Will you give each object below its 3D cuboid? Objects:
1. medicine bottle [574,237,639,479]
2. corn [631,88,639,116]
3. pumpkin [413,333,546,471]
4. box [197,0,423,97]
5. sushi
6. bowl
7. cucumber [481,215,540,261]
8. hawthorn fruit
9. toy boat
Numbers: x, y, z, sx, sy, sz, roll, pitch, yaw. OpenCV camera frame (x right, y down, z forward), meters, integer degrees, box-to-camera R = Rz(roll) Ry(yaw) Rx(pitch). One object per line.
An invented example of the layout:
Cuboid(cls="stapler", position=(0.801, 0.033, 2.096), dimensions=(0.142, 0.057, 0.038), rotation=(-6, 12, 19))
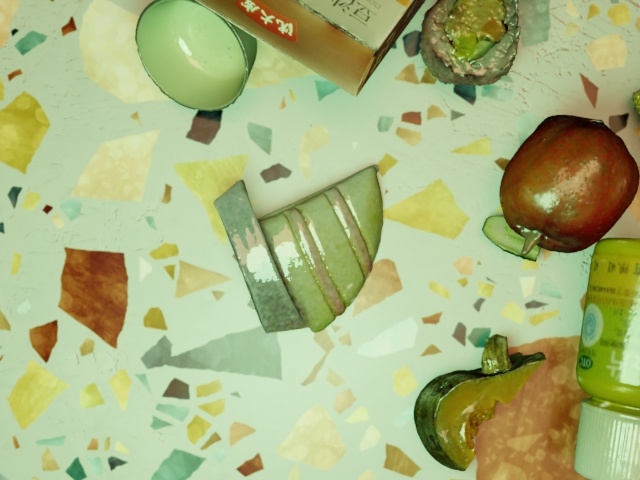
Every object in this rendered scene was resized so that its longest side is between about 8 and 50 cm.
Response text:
Cuboid(cls="medicine bottle", position=(0.526, 0.197, 1.507), dimensions=(0.224, 0.224, 0.385), rotation=(9, 89, 2))
Cuboid(cls="corn", position=(0.631, -0.159, 1.566), dimensions=(0.123, 0.122, 0.305), rotation=(-29, 86, -1))
Cuboid(cls="pumpkin", position=(0.246, 0.253, 1.559), dimensions=(0.126, 0.131, 0.248), rotation=(36, 87, 2))
Cuboid(cls="box", position=(0.012, -0.469, 1.505), dimensions=(0.344, 0.122, 0.385), rotation=(32, 58, 2))
Cuboid(cls="sushi", position=(0.248, -0.373, 1.590), dimensions=(0.161, 0.107, 0.241), rotation=(1, 80, 1))
Cuboid(cls="bowl", position=(-0.194, -0.334, 1.573), dimensions=(0.211, 0.211, 0.112), rotation=(29, 46, 2))
Cuboid(cls="cucumber", position=(0.327, -0.006, 1.611), dimensions=(0.107, 0.035, 0.067), rotation=(23, 71, 3))
Cuboid(cls="hawthorn fruit", position=(0.390, -0.080, 1.522), dimensions=(0.215, 0.215, 0.250), rotation=(39, 78, 2))
Cuboid(cls="toy boat", position=(-0.024, 0.023, 1.588), dimensions=(0.293, 0.111, 0.276), rotation=(-7, 95, -9))
